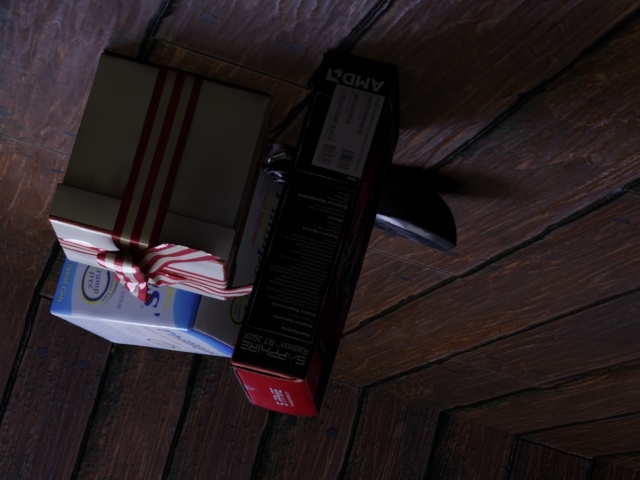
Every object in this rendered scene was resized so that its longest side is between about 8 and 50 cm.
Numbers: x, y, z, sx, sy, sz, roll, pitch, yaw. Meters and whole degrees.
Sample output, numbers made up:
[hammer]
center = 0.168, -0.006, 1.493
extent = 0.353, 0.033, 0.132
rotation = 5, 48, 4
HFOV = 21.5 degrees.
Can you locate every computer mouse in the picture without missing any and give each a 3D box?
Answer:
[computer mouse]
center = 0.073, -0.061, 2.244
extent = 0.272, 0.072, 0.188
rotation = 21, 174, 35

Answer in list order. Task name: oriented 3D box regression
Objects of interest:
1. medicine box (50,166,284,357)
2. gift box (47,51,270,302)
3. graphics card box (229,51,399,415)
[medicine box]
center = -0.210, 0.015, 2.415
extent = 0.289, 0.263, 0.149
rotation = 4, 163, 39
[gift box]
center = -0.181, -0.058, 2.108
extent = 0.276, 0.258, 0.255
rotation = 15, 167, 6
[graphics card box]
center = 0.000, 0.000, 1.903
extent = 0.094, 0.371, 0.233
rotation = 14, 165, 7
